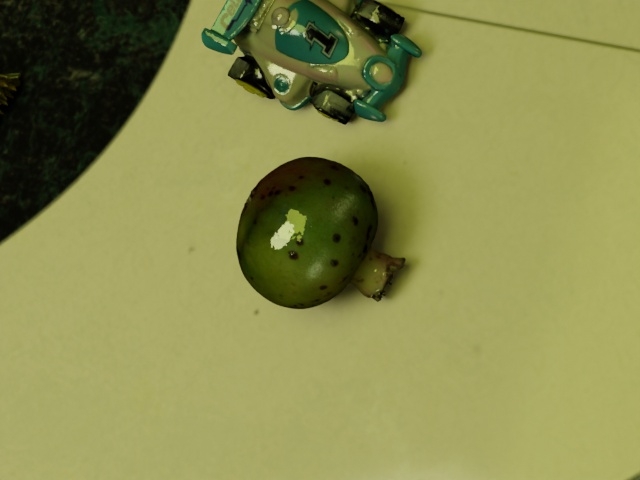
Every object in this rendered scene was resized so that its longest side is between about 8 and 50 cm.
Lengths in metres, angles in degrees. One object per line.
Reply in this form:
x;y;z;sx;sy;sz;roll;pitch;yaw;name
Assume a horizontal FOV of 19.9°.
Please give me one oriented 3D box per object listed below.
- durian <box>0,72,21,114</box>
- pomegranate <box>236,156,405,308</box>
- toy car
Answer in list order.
-0.444;-0.134;1.690;0.306;0.172;0.166;5;56;33;durian
-0.007;-0.004;1.482;0.130;0.130;0.130;-6;76;23;pomegranate
-0.009;-0.167;1.523;0.161;0.098;0.126;32;94;29;toy car
